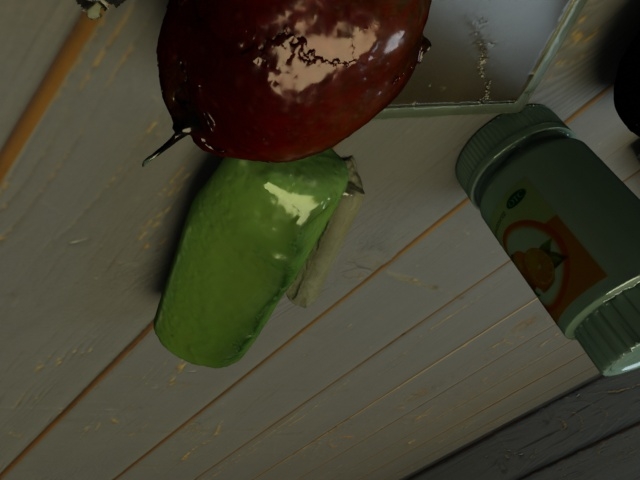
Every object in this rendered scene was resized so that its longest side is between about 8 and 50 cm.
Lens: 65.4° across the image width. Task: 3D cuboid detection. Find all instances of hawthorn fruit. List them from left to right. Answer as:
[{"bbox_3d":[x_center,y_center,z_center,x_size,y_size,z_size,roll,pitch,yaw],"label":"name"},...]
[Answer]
[{"bbox_3d":[-0.038,-0.135,0.349,0.235,0.181,0.181,-38,146,-9],"label":"hawthorn fruit"}]

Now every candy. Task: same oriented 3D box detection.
[{"bbox_3d":[-0.098,0.021,0.602,0.142,0.132,0.343,33,126,0],"label":"candy"}]

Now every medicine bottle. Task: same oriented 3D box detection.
[{"bbox_3d":[0.309,-0.007,0.607,0.158,0.318,0.158,-15,144,-11],"label":"medicine bottle"}]

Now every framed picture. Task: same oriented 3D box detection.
[{"bbox_3d":[0.136,-0.218,0.493,0.293,0.018,0.231,-7,142,-20],"label":"framed picture"}]

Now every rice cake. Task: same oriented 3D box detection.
[{"bbox_3d":[0.000,0.000,0.679,0.052,0.057,0.256,9,137,-13],"label":"rice cake"}]

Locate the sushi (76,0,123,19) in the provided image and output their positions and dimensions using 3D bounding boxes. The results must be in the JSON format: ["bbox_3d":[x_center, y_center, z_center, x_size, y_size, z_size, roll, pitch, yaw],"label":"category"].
[{"bbox_3d":[-0.113,-0.250,0.294,0.210,0.040,0.193,-27,145,6],"label":"sushi"}]

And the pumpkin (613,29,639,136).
[{"bbox_3d":[0.452,-0.206,0.556,0.233,0.163,0.233,-22,151,-13],"label":"pumpkin"}]

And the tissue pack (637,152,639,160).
[{"bbox_3d":[0.728,-0.182,0.774,0.394,0.124,0.288,-41,141,25],"label":"tissue pack"}]
